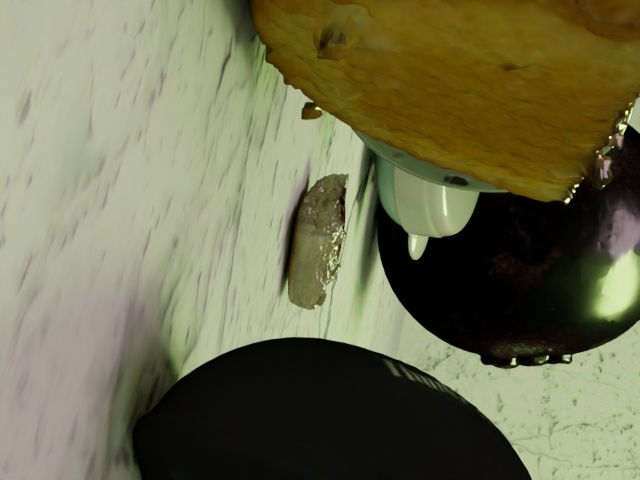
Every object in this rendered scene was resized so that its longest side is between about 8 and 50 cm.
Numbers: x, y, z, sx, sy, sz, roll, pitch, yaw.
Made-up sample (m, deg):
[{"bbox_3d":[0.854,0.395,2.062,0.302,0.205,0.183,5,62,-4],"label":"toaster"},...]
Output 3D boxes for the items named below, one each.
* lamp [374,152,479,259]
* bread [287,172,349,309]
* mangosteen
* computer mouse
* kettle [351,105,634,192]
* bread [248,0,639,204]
[{"bbox_3d":[0.108,-0.110,1.274,0.246,0.108,0.179,83,21,-47],"label":"lamp"},{"bbox_3d":[0.000,0.000,0.851,0.083,0.035,0.070,-74,174,-58],"label":"bread"},{"bbox_3d":[0.252,-0.061,1.548,0.382,0.382,0.435,28,61,-83],"label":"mangosteen"},{"bbox_3d":[0.013,0.120,0.557,0.100,0.170,0.269,-58,166,-30],"label":"computer mouse"},{"bbox_3d":[0.114,-0.231,0.913,0.205,0.265,0.318,-38,-152,47],"label":"kettle"},{"bbox_3d":[0.062,-0.135,0.542,0.340,0.179,0.194,74,30,-81],"label":"bread"}]
